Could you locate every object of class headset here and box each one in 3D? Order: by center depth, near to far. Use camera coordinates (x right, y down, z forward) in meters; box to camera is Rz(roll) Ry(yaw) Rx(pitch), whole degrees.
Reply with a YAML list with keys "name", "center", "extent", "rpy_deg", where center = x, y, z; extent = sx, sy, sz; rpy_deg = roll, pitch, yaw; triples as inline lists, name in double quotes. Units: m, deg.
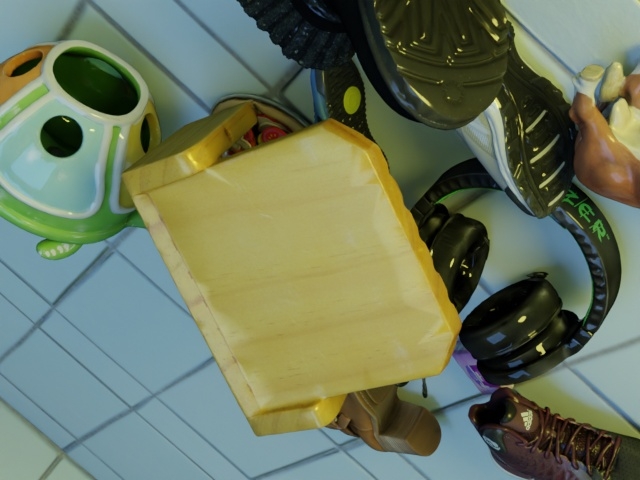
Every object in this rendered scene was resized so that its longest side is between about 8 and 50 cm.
- name: "headset"
  center: [0.193, 0.052, 1.530]
  extent: [0.243, 0.185, 0.394]
  rpy_deg: [40, 134, 4]

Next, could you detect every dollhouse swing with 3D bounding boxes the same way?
- name: "dollhouse swing"
  center: [0.000, 0.000, 1.505]
  extent: [0.305, 0.315, 0.347]
  rpy_deg: [-22, 103, 21]

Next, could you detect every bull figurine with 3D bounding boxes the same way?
- name: "bull figurine"
  center: [0.366, -0.073, 1.183]
  extent: [0.310, 0.101, 0.188]
  rpy_deg: [14, 138, 30]

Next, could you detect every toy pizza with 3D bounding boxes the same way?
- name: "toy pizza"
  center: [-0.062, -0.100, 1.647]
  extent: [0.201, 0.032, 0.201]
  rpy_deg: [26, 147, 18]

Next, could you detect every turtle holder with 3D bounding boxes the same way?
- name: "turtle holder"
  center: [-0.303, -0.112, 1.682]
  extent: [0.320, 0.243, 0.227]
  rpy_deg: [47, 133, 6]

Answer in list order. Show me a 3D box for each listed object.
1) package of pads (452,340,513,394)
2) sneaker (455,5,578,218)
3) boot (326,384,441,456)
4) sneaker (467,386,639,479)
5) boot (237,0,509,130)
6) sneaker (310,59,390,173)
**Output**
- name: "package of pads"
  center: [0.213, 0.165, 1.714]
  extent: [0.050, 0.032, 0.083]
  rpy_deg: [-9, 126, 50]
- name: "sneaker"
  center: [0.167, -0.141, 1.312]
  extent: [0.271, 0.100, 0.108]
  rpy_deg: [57, 154, -18]
- name: "boot"
  center: [0.033, 0.199, 1.898]
  extent: [0.220, 0.109, 0.283]
  rpy_deg: [6, 144, 47]
- name: "sneaker"
  center: [0.301, 0.259, 1.647]
  extent: [0.281, 0.106, 0.162]
  rpy_deg: [5, 151, 42]
- name: "boot"
  center: [0.034, -0.211, 1.203]
  extent: [0.260, 0.131, 0.348]
  rpy_deg: [-48, 51, 56]
- name: "sneaker"
  center: [0.013, -0.132, 1.493]
  extent: [0.082, 0.069, 0.209]
  rpy_deg: [18, 144, 36]
